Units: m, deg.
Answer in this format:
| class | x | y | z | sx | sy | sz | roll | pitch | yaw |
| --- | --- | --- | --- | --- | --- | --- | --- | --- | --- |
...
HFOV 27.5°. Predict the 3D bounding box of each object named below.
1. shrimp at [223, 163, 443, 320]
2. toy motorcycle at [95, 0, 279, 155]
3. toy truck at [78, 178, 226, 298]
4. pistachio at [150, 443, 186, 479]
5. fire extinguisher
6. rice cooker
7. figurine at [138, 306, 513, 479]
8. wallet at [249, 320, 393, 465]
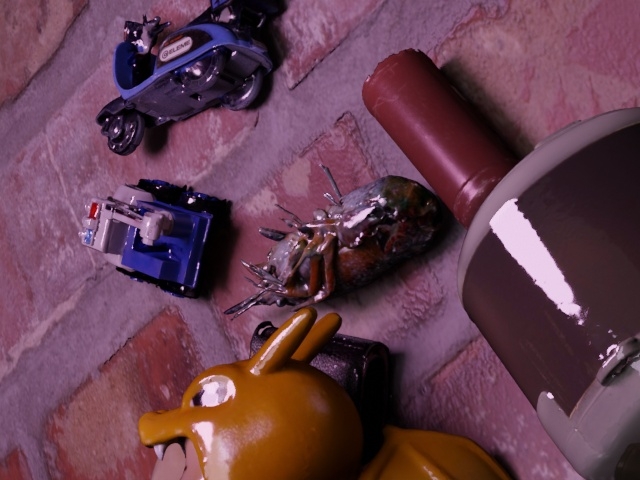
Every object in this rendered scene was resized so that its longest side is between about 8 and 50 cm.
| class | x | y | z | sx | sy | sz | roll | pitch | yaw |
| --- | --- | --- | --- | --- | --- | --- | --- | --- | --- |
| shrimp | 0.002 | 0.000 | 1.725 | 0.372 | 0.137 | 0.172 | -17 | 35 | 31 |
| toy motorcycle | -0.209 | -0.269 | 1.954 | 0.359 | 0.125 | 0.212 | -23 | 60 | 35 |
| toy truck | -0.255 | -0.009 | 1.908 | 0.213 | 0.177 | 0.161 | 17 | 95 | 41 |
| pistachio | -0.171 | 0.353 | 1.794 | 0.144 | 0.144 | 0.215 | -43 | 32 | 28 |
| fire extinguisher | 0.195 | -0.105 | 1.587 | 0.147 | 0.106 | 0.337 | -38 | 58 | 2 |
| rice cooker | 0.336 | 0.070 | 1.291 | 0.335 | 0.335 | 0.325 | -51 | 54 | 23 |
| figurine | 0.002 | 0.298 | 1.530 | 0.387 | 0.401 | 0.268 | 61 | 156 | 14 |
| wallet | -0.013 | 0.248 | 1.729 | 0.221 | 0.071 | 0.262 | 6 | 94 | 41 |
